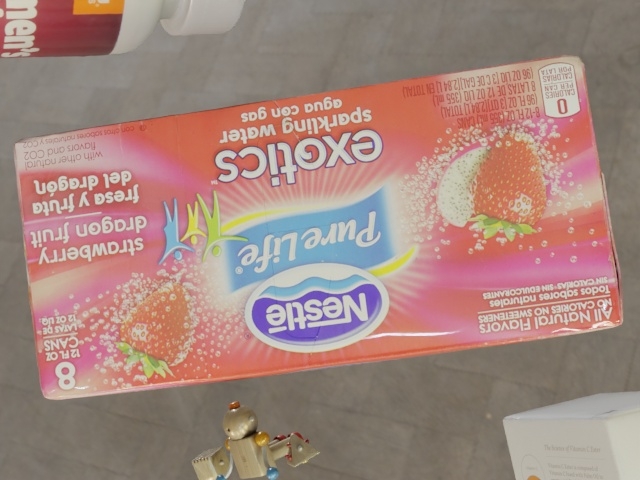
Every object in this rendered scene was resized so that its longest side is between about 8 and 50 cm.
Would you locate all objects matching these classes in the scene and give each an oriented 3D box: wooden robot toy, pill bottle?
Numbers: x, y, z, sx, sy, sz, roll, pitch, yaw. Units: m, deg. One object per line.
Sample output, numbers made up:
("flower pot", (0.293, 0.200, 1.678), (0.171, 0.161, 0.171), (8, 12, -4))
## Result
("wooden robot toy", (-0.073, 0.200, 1.040), (0.173, 0.076, 0.079), (-21, 94, 48))
("pill bottle", (-0.159, -0.163, 0.562), (0.221, 0.121, 0.121), (-7, 50, -23))

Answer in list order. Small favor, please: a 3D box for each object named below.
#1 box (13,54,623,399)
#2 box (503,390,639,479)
("box", (0.000, 0.000, 0.490), (0.257, 0.128, 0.122), (-8, 85, 4))
("box", (0.210, 0.193, 0.682), (0.091, 0.130, 0.170), (-9, 84, -21))
